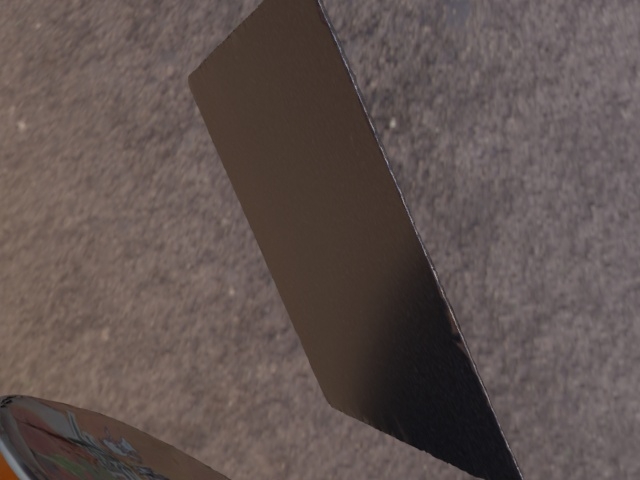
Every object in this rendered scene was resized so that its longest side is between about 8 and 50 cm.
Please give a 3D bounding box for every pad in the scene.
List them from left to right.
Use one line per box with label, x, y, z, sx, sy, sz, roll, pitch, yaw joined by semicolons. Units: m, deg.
pad;0.000;0.000;0.419;0.003;0.211;0.143;-24;96;-13

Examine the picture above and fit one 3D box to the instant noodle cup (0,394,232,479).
instant noodle cup;-0.065;0.226;0.524;0.296;0.296;0.214;35;88;-13
